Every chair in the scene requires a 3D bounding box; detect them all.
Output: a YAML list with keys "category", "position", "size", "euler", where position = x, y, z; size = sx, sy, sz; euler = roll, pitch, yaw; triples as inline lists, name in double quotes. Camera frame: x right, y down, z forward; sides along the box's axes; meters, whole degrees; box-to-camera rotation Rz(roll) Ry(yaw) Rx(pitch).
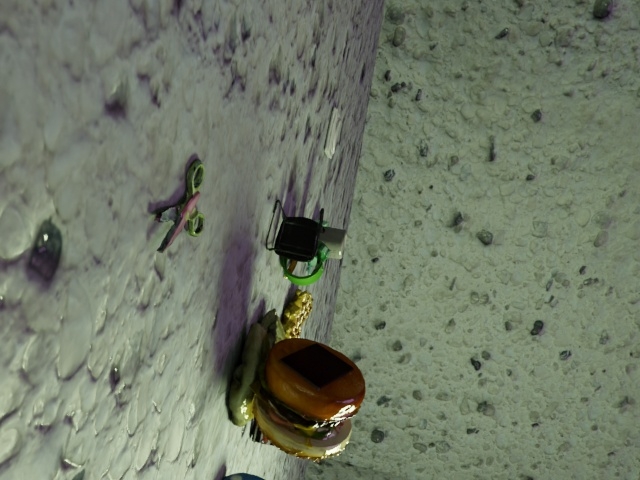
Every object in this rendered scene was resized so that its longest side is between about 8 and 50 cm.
- category: "chair"
  position: [-0.062, -0.012, 1.676]
  size: [0.221, 0.140, 0.145]
  euler: [75, 27, -79]

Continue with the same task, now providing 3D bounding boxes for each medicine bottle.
- category: "medicine bottle"
  position: [0.000, 0.000, 1.993]
  size: [0.105, 0.168, 0.105]
  euler: [11, 90, -83]

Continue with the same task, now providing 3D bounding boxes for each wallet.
- category: "wallet"
  position: [0.049, -0.413, 2.268]
  size: [0.124, 0.031, 0.183]
  euler: [36, 66, -79]

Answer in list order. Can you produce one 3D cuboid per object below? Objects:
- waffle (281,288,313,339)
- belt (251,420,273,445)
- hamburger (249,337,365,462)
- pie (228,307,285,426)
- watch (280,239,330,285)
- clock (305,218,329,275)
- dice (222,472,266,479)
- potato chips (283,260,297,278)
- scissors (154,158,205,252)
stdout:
- category: "waffle"
  position: [-0.101, 0.316, 2.110]
  size: [0.260, 0.069, 0.293]
  euler: [71, 33, -70]
- category: "belt"
  position: [-0.147, 0.484, 1.865]
  size: [0.126, 0.094, 0.360]
  euler: [-115, -145, -75]
- category: "hamburger"
  position: [-0.034, 0.400, 1.478]
  size: [0.291, 0.290, 0.225]
  euler: [-57, 170, -70]
- category: "pie"
  position: [-0.169, 0.351, 1.622]
  size: [0.337, 0.075, 0.338]
  euler: [13, 90, -79]
- category: "watch"
  position: [-0.062, 0.054, 1.843]
  size: [0.152, 0.165, 0.131]
  euler: [-51, 166, -14]
- category: "clock"
  position: [-0.016, 0.033, 2.305]
  size: [0.159, 0.065, 0.211]
  euler: [70, 33, -74]
- category: "dice"
  position: [-0.212, 0.728, 1.593]
  size: [0.146, 0.146, 0.143]
  euler: [-53, 151, -72]
- category: "potato chips"
  position: [-0.088, 0.077, 2.002]
  size: [0.204, 0.026, 0.037]
  euler: [-63, 176, -65]
- category: "scissors"
  position: [-0.217, -0.044, 0.932]
  size: [0.187, 0.019, 0.134]
  euler: [-67, 162, -64]
